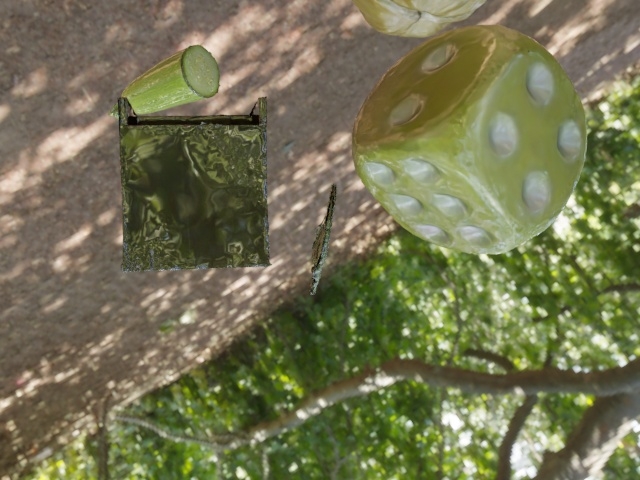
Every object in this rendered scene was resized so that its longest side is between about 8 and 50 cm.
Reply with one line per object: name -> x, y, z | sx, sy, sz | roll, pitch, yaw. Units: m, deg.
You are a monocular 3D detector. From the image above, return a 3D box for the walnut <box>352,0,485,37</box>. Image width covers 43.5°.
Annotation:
walnut -> 0.094, -0.288, 0.753 | 0.156, 0.184, 0.155 | 1, 168, 0

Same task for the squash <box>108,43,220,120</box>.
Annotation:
squash -> -0.284, -0.256, 1.388 | 0.224, 0.094, 0.094 | -16, 176, 30

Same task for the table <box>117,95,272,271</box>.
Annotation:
table -> -0.150, -0.065, 0.967 | 0.169, 0.193, 0.172 | -2, -178, -9

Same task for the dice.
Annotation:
dice -> 0.205, -0.134, 1.100 | 0.227, 0.238, 0.233 | 6, -122, 52

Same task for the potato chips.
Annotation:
potato chips -> 0.004, 0.001, 1.444 | 0.029, 0.202, 0.220 | 10, 175, -3
